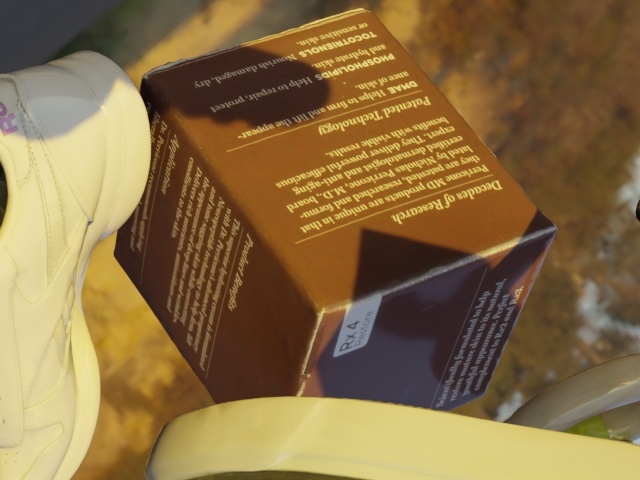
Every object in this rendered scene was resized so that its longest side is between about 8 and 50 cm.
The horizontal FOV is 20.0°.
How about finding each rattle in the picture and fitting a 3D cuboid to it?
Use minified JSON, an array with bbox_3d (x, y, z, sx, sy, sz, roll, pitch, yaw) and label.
[{"bbox_3d":[0.211,0.124,1.100,0.200,0.130,0.143,-30,-131,28],"label":"rattle"}]

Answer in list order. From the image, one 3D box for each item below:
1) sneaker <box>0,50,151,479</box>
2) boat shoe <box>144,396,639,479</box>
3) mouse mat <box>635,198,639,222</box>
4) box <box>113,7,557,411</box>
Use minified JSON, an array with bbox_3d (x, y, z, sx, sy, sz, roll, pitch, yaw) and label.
[{"bbox_3d":[-0.197,0.037,1.047,0.152,0.114,0.305,-16,126,-50],"label":"sneaker"},{"bbox_3d":[0.056,0.132,0.693,0.335,0.121,0.119,1,-107,39],"label":"boat shoe"},{"bbox_3d":[0.201,-0.046,0.754,0.152,0.007,0.189,-48,-167,9],"label":"mouse mat"},{"bbox_3d":[0.000,0.000,1.094,0.167,0.203,0.168,-20,147,-29],"label":"box"}]
